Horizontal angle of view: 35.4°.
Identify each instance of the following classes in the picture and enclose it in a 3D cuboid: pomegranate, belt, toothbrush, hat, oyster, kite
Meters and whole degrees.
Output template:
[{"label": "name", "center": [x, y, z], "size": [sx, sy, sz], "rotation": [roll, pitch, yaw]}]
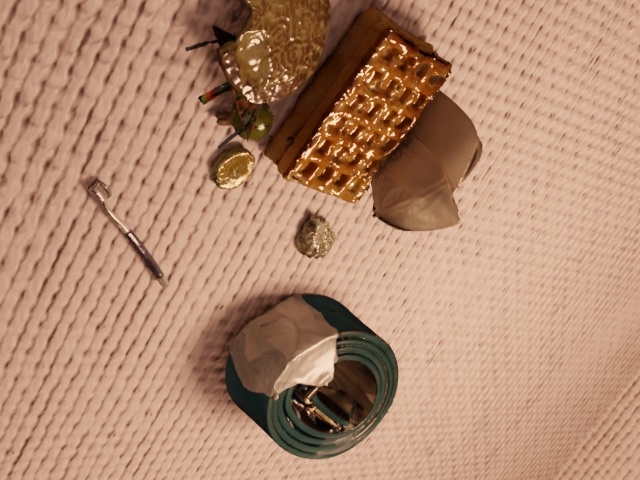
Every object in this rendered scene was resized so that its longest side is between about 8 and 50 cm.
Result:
[{"label": "pomegranate", "center": [-0.117, -0.191, 1.580], "size": [0.073, 0.084, 0.073], "rotation": [-2, 90, -66]}, {"label": "belt", "center": [-0.009, 0.279, 2.061], "size": [0.300, 0.173, 0.436], "rotation": [-52, 147, -3]}, {"label": "toothbrush", "center": [-0.304, -0.006, 1.623], "size": [0.026, 0.024, 0.288], "rotation": [-48, 145, -17]}, {"label": "hat", "center": [0.168, -0.149, 1.773], "size": [0.164, 0.219, 0.226], "rotation": [-17, 129, -21]}, {"label": "oyster", "center": [0.000, -0.001, 1.896], "size": [0.100, 0.037, 0.098], "rotation": [6, 123, -46]}, {"label": "kite", "center": [-0.122, -0.238, 1.505], "size": [0.160, 0.010, 0.183], "rotation": [-34, 118, -36]}]

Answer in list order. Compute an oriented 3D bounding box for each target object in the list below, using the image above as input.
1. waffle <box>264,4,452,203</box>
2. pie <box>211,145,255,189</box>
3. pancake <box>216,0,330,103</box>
[{"label": "waffle", "center": [0.068, -0.222, 1.694], "size": [0.212, 0.091, 0.308], "rotation": [16, 116, -50]}, {"label": "pie", "center": [-0.143, -0.119, 1.659], "size": [0.084, 0.020, 0.084], "rotation": [-25, 142, -21]}, {"label": "pancake", "center": [-0.061, -0.314, 1.489], "size": [0.212, 0.029, 0.235], "rotation": [13, 102, -51]}]
